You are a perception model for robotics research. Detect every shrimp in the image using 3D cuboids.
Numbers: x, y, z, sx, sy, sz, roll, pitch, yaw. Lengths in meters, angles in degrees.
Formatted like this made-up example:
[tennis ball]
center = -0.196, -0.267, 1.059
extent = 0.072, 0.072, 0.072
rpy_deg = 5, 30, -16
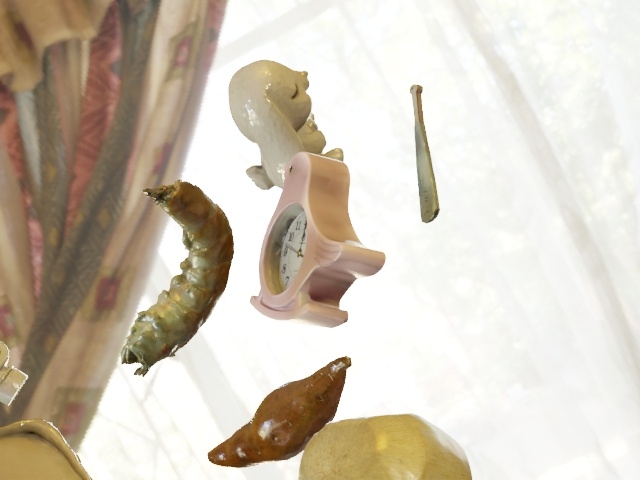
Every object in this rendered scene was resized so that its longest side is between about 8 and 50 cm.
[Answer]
[shrimp]
center = -0.183, 0.040, 1.302
extent = 0.185, 0.068, 0.287
rpy_deg = -27, -39, -50

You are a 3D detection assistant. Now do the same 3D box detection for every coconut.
[coconut]
center = 0.084, 0.317, 1.201
extent = 0.224, 0.224, 0.224
rpy_deg = -30, -7, -4

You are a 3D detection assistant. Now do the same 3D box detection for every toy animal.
[toy animal]
center = -0.093, -0.244, 1.960
extent = 0.206, 0.271, 0.265
rpy_deg = -27, -45, -2

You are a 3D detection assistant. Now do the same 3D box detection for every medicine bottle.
[medicine bottle]
center = -0.641, 0.232, 1.772
extent = 0.119, 0.183, 0.069
rpy_deg = -61, 9, -30

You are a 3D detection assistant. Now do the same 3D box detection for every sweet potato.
[sweet potato]
center = -0.061, 0.306, 1.592
extent = 0.359, 0.112, 0.112
rpy_deg = -46, -13, 27

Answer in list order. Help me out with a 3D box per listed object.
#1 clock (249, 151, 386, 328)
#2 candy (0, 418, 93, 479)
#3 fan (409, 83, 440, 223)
[clock]
center = 0.000, 0.000, 1.484
extent = 0.080, 0.275, 0.290
rpy_deg = 14, -3, -27
[candy]
center = -0.310, 0.274, 0.896
extent = 0.195, 0.185, 0.137
rpy_deg = -9, -55, -43
[fan]
center = 0.189, -0.164, 1.730
extent = 0.023, 0.282, 0.057
rpy_deg = 6, -22, -22
